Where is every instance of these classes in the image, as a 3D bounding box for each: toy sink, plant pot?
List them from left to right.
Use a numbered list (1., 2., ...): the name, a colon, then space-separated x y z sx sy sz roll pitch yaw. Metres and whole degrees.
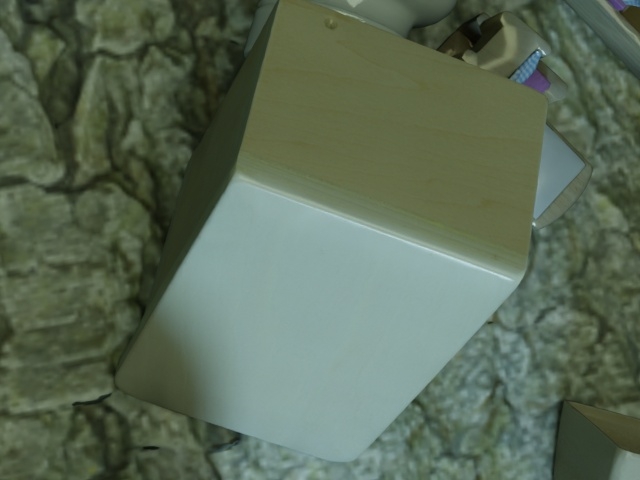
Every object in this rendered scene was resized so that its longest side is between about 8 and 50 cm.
1. toy sink: 0.000 0.000 0.944 0.153 0.234 0.131 20 54 -10
2. plant pot: 0.190 0.163 1.012 0.109 0.109 0.096 16 97 -12

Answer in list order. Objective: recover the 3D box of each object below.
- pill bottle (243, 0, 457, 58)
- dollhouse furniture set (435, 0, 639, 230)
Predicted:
1. pill bottle: 0.031 -0.193 0.976 0.124 0.124 0.221 19 85 -11
2. dollhouse furniture set: 0.233 -0.119 0.926 0.198 0.303 0.286 45 80 -7
